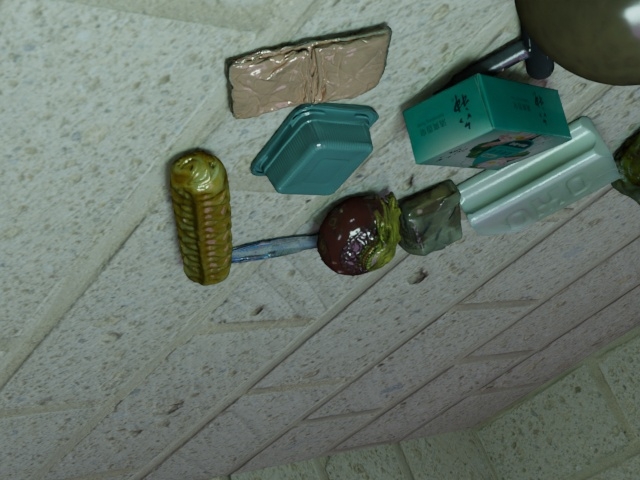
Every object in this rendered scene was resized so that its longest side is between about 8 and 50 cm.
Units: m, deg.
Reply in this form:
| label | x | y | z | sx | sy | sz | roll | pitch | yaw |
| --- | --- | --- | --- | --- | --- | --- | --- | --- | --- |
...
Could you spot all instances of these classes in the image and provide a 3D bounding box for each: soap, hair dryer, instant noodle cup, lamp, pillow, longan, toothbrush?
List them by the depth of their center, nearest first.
| label | x | y | z | sx | sy | sz | roll | pitch | yaw |
| --- | --- | --- | --- | --- | --- | --- | --- | --- | --- |
| longan | 0.377 | -0.324 | 1.161 | 0.297 | 0.297 | 0.297 | -19 | 156 | -9 |
| pillow | -0.015 | -0.225 | 1.303 | 0.232 | 0.043 | 0.126 | -14 | 150 | -14 |
| hair dryer | 0.255 | -0.271 | 1.445 | 0.195 | 0.050 | 0.173 | -22 | 155 | 6 |
| instant noodle cup | -0.003 | -0.131 | 1.477 | 0.157 | 0.070 | 0.179 | -1 | 149 | -37 |
| lamp | 0.074 | -0.001 | 1.718 | 0.156 | 0.135 | 0.157 | -18 | 142 | -23 |
| toothbrush | 0.000 | 0.000 | 1.792 | 0.413 | 0.035 | 0.042 | -10 | 165 | -27 |
| soap | 0.418 | -0.110 | 1.861 | 0.289 | 0.095 | 0.173 | -29 | 155 | 13 |

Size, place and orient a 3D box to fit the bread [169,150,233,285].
| label | x | y | z | sx | sy | sz | roll | pitch | yaw |
| --- | --- | --- | --- | --- | --- | --- | --- | --- | --- |
| bread | -0.185 | -0.026 | 1.521 | 0.077 | 0.084 | 0.367 | -57 | 168 | -26 |

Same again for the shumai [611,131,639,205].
| label | x | y | z | sx | sy | sz | roll | pitch | yaw |
| --- | --- | --- | --- | --- | --- | --- | --- | --- | --- |
| shumai | 0.774 | -0.124 | 1.945 | 0.304 | 0.263 | 0.309 | -17 | 156 | -8 |

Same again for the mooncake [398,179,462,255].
| label | x | y | z | sx | sy | sz | roll | pitch | yaw |
| --- | --- | --- | --- | --- | --- | --- | --- | --- | --- |
| mooncake | 0.202 | -0.043 | 1.820 | 0.130 | 0.073 | 0.125 | -25 | 132 | -20 |

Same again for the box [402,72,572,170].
| label | x | y | z | sx | sy | sz | roll | pitch | yaw |
| --- | --- | --- | --- | --- | --- | --- | --- | --- | --- |
| box | 0.265 | -0.180 | 1.519 | 0.153 | 0.092 | 0.245 | -22 | 167 | 41 |
